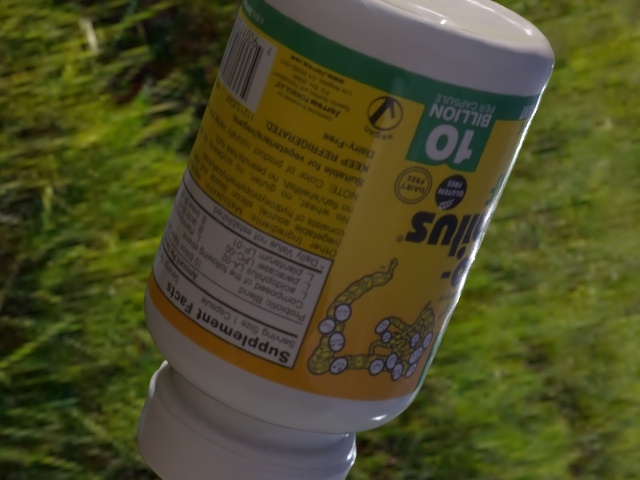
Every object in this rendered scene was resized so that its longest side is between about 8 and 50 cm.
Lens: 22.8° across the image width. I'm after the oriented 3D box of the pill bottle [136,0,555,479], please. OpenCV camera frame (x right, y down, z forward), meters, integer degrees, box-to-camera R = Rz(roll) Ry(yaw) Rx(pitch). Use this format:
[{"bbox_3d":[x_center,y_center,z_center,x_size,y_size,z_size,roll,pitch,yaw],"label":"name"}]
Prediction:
[{"bbox_3d":[0.000,0.000,0.613,0.117,0.117,0.208,-51,163,-71],"label":"pill bottle"}]
